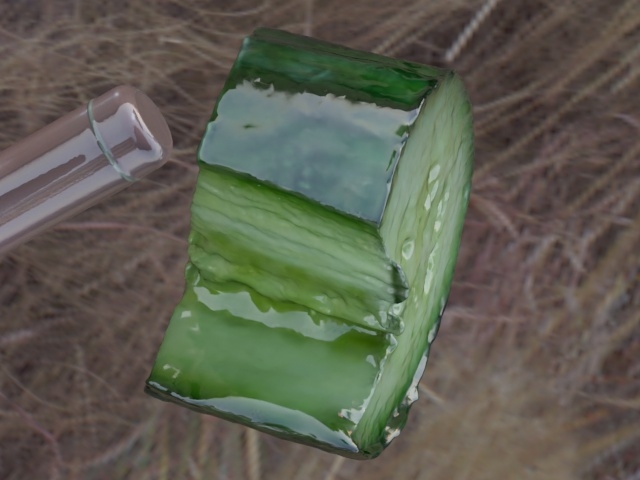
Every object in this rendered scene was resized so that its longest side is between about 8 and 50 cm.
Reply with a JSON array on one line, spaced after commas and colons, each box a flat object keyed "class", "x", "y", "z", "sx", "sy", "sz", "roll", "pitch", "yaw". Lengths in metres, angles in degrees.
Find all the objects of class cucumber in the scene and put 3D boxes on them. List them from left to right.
[{"class": "cucumber", "x": 0.002, "y": -0.008, "z": 0.824, "sx": 0.130, "sy": 0.191, "sz": 0.191, "roll": 13, "pitch": 93, "yaw": 5}]

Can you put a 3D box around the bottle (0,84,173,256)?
[{"class": "bottle", "x": -0.153, "y": -0.036, "z": 0.977, "sx": 0.140, "sy": 0.053, "sz": 0.053, "roll": -28, "pitch": 114, "yaw": 14}]
